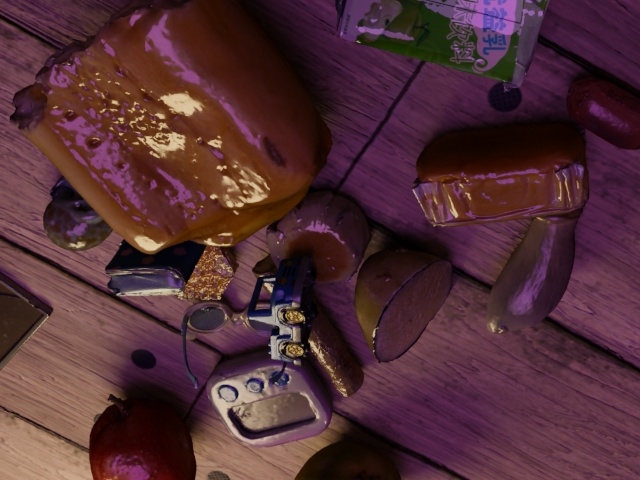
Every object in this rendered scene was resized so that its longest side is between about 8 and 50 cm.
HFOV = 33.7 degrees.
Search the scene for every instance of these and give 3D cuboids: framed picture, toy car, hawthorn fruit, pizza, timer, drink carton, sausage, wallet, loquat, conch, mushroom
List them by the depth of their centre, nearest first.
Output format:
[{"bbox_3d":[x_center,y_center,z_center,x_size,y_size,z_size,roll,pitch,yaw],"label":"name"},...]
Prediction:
[{"bbox_3d":[0.160,-0.318,1.395,0.271,0.108,0.161,15,126,2],"label":"drink carton"},{"bbox_3d":[0.405,-0.176,1.465,0.141,0.076,0.076,31,125,-10],"label":"sausage"},{"bbox_3d":[0.333,0.039,1.616,0.108,0.096,0.247,18,121,0],"label":"mushroom"},{"bbox_3d":[-0.057,0.107,1.645,0.100,0.097,0.191,8,137,6],"label":"toy car"},{"bbox_3d":[-0.243,0.007,1.646,0.141,0.202,0.059,-4,125,19],"label":"wallet"},{"bbox_3d":[-0.385,-0.043,1.708,0.116,0.106,0.173,34,108,12],"label":"conch"},{"bbox_3d":[-0.191,0.045,1.764,0.099,0.036,0.160,30,126,1],"label":"pizza"},{"bbox_3d":[-0.091,0.280,1.887,0.208,0.069,0.191,-17,119,21],"label":"timer"},{"bbox_3d":[-0.656,0.103,1.914,0.289,0.020,0.211,38,123,-14],"label":"framed picture"},{"bbox_3d":[0.040,0.473,1.921,0.213,0.213,0.246,27,149,-7],"label":"loquat"},{"bbox_3d":[-0.331,0.379,1.929,0.205,0.205,0.253,-3,119,14],"label":"hawthorn fruit"}]

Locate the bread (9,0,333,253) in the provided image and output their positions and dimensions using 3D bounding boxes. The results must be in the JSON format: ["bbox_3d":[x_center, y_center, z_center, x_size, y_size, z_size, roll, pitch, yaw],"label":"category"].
[{"bbox_3d":[-0.184,-0.170,1.493,0.361,0.250,0.394,-28,118,30],"label":"bread"}]

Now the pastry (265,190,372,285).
[{"bbox_3d":[0.000,0.000,1.662,0.165,0.088,0.166,6,124,9],"label":"pastry"}]

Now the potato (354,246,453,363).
[{"bbox_3d":[0.110,0.084,1.677,0.117,0.182,0.202,37,155,26],"label":"potato"}]

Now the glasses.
[{"bbox_3d":[-0.136,0.164,1.734,0.189,0.220,0.088,3,106,-6],"label":"glasses"}]

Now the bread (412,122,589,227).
[{"bbox_3d":[0.258,-0.099,1.509,0.241,0.136,0.107,-5,123,17],"label":"bread"}]

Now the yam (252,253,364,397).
[{"bbox_3d":[-0.014,0.145,1.778,0.066,0.066,0.300,-21,117,24],"label":"yam"}]
